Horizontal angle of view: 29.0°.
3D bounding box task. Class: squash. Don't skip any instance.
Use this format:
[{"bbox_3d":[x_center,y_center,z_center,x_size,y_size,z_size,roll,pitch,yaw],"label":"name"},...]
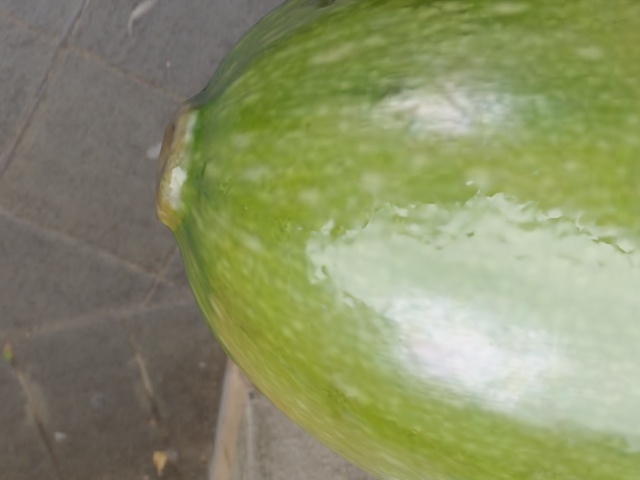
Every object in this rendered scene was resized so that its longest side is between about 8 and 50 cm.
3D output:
[{"bbox_3d":[0.088,0.009,0.546,0.308,0.310,0.310,4,121,5],"label":"squash"}]
